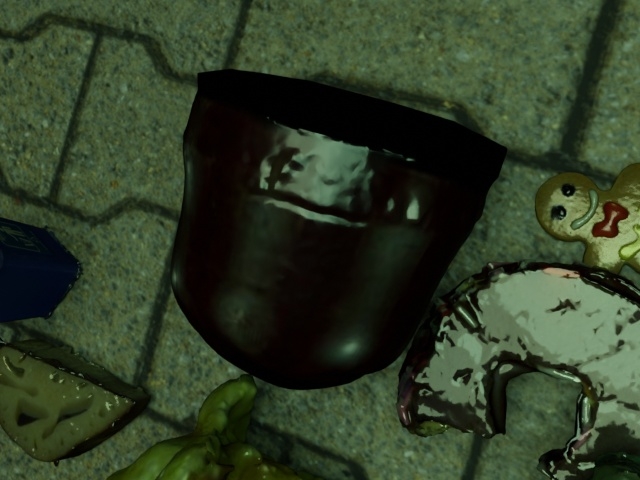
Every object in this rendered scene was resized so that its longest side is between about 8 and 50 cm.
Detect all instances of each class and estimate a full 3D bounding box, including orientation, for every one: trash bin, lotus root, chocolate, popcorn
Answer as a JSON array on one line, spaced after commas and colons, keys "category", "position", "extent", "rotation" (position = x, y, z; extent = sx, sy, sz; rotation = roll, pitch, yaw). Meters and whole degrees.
[{"category": "trash bin", "position": [-0.492, 0.050, 1.134], "extent": [0.162, 0.234, 0.184], "rotation": [42, 101, 19]}, {"category": "lotus root", "position": [-0.397, 0.247, 1.172], "extent": [0.261, 0.074, 0.170], "rotation": [27, 97, 18]}, {"category": "chocolate", "position": [0.000, 0.000, 0.921], "extent": [0.384, 0.384, 0.331], "rotation": [20, 110, 20]}, {"category": "popcorn", "position": [-0.130, 0.341, 0.977], "extent": [0.290, 0.321, 0.325], "rotation": [-26, 60, 34]}]

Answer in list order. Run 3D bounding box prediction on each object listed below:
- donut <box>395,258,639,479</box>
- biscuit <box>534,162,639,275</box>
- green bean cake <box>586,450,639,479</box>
[{"category": "donut", "position": [0.272, 0.151, 0.896], "extent": [0.345, 0.136, 0.259], "rotation": [15, 92, 19]}, {"category": "biscuit", "position": [0.373, -0.014, 0.922], "extent": [0.240, 0.035, 0.158], "rotation": [21, 92, 20]}, {"category": "green bean cake", "position": [0.302, 0.364, 0.742], "extent": [0.255, 0.132, 0.241], "rotation": [47, 117, 26]}]
